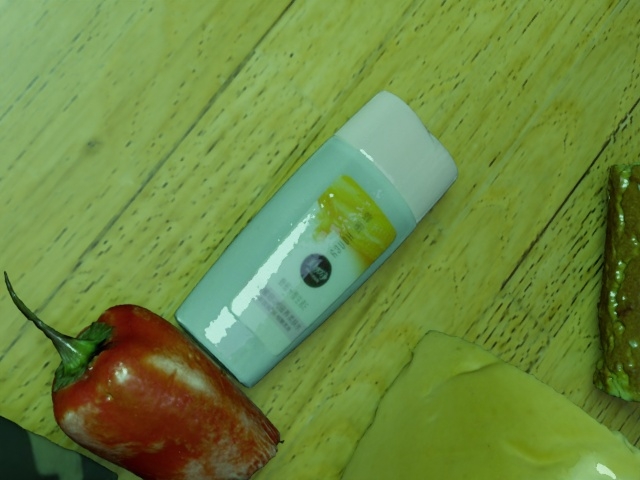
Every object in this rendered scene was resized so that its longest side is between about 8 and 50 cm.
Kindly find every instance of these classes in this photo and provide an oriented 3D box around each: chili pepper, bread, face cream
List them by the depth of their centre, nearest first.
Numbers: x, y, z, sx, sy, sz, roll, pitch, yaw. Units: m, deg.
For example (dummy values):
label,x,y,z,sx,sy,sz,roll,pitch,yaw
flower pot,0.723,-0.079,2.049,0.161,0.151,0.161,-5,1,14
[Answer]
label,x,y,z,sx,sy,sz,roll,pitch,yaw
chili pepper,-0.111,0.082,0.530,0.086,0.084,0.192,-46,114,-6
bread,0.119,0.206,0.575,0.183,0.211,0.224,45,73,-28
face cream,0.000,0.000,0.583,0.198,0.057,0.084,-47,110,-11
bread,0.267,0.031,0.675,0.132,0.103,0.172,2,94,-23

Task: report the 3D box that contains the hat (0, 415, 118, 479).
label,x,y,z,sx,sy,sz,roll,pitch,yaw
hat,-0.261,0.279,0.470,0.382,0.257,0.366,-8,72,9
